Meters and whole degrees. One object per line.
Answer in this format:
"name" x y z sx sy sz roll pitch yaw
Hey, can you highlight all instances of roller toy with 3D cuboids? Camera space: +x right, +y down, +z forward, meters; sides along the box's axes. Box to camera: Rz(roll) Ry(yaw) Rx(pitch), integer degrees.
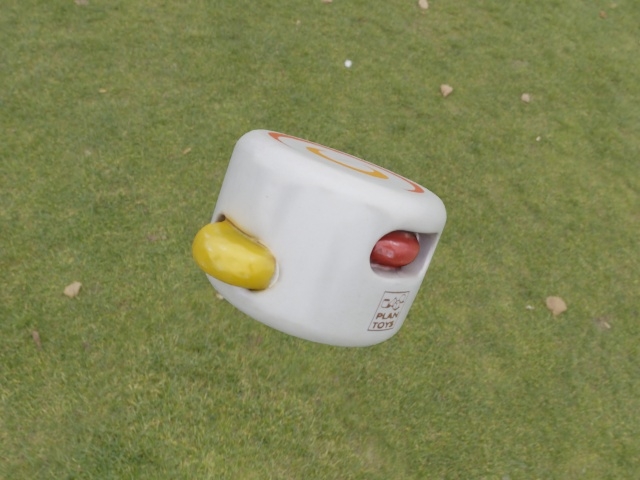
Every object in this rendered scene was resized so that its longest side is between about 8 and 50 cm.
"roller toy" 0.000 0.000 0.471 0.191 0.146 0.209 19 14 -4
